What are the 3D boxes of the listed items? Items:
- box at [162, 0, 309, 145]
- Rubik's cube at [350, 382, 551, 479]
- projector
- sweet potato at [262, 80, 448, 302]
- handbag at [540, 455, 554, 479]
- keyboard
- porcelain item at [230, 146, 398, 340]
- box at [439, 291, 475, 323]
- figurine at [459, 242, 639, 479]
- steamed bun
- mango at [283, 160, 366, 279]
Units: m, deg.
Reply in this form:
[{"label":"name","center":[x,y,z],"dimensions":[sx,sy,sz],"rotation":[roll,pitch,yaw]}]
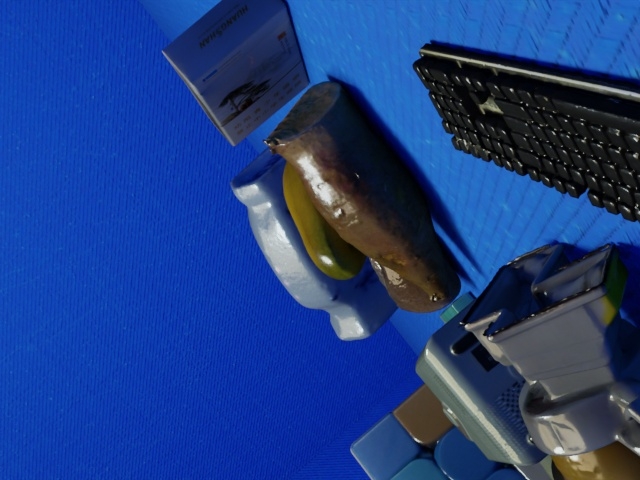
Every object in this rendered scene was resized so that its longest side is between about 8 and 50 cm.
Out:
[{"label":"box","center":[-0.101,-0.225,0.942],"dimensions":[0.067,0.149,0.233],"rotation":[47,176,12]},{"label":"Rubik's cube","center":[0.329,0.477,1.429],"dimensions":[0.344,0.346,0.347],"rotation":[46,175,43]},{"label":"projector","center":[0.224,0.165,0.881],"dimensions":[0.177,0.163,0.242],"rotation":[51,175,16]},{"label":"sweet potato","center":[0.073,-0.043,0.919],"dimensions":[0.336,0.131,0.131],"rotation":[50,177,-14]},{"label":"handbag","center":[0.432,0.377,0.965],"dimensions":[0.253,0.109,0.316],"rotation":[46,177,-7]},{"label":"keyboard","center":[0.153,-0.059,0.438],"dimensions":[0.106,0.027,0.317],"rotation":[52,176,-28]},{"label":"porcelain item","center":[0.000,0.000,1.443],"dimensions":[0.405,0.242,0.178],"rotation":[54,157,-22]},{"label":"box","center":[0.281,0.171,1.240],"dimensions":[0.162,0.041,0.229],"rotation":[50,177,11]},{"label":"figurine","center":[0.241,0.145,0.580],"dimensions":[0.308,0.143,0.308],"rotation":[54,-165,-21]},{"label":"steamed bun","center":[0.130,0.031,1.125],"dimensions":[0.145,0.106,0.175],"rotation":[51,179,-25]},{"label":"mango","center":[0.014,-0.055,1.068],"dimensions":[0.317,0.119,0.176],"rotation":[-99,-15,-50]}]
